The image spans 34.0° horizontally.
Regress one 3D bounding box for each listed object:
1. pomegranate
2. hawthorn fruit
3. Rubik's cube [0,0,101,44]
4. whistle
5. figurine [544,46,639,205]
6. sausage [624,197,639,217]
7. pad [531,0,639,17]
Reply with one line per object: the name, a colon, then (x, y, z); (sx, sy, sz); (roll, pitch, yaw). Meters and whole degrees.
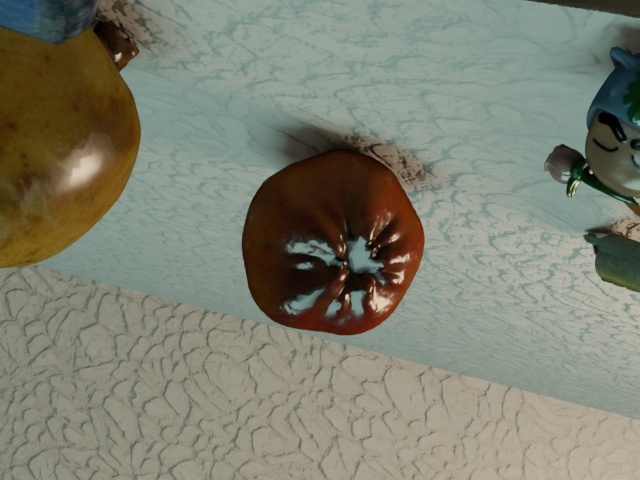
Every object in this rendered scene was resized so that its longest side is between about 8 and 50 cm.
pomegranate: (-0.317, -0.108, 0.992); (0.307, 0.307, 0.307); (14, 166, 3)
hawthorn fruit: (0.000, 0.000, 1.270); (0.224, 0.224, 0.261); (20, -178, -20)
Rubik's cube: (-0.141, -0.257, 0.224); (0.287, 0.293, 0.292); (18, 168, -10)
whistle: (0.379, 0.037, 1.159); (0.068, 0.057, 0.326); (49, 178, -14)
figurine: (0.265, -0.076, 0.850); (0.114, 0.144, 0.178); (47, -168, 21)
sausage: (0.417, -0.004, 1.131); (0.348, 0.053, 0.053); (27, 162, -39)
pad: (0.158, -0.167, 0.538); (0.266, 0.176, 0.002); (12, 139, 12)
